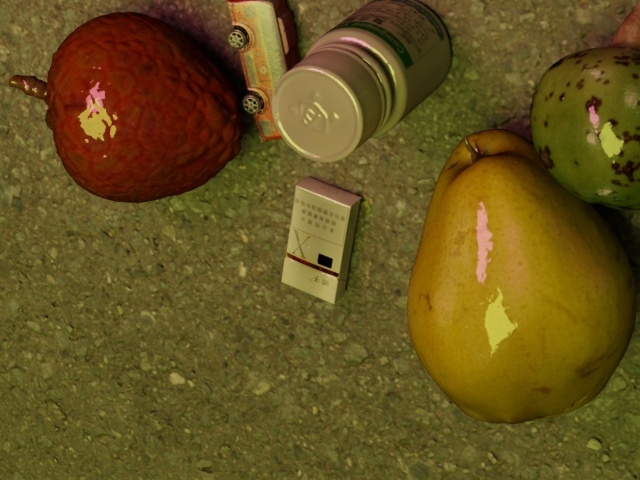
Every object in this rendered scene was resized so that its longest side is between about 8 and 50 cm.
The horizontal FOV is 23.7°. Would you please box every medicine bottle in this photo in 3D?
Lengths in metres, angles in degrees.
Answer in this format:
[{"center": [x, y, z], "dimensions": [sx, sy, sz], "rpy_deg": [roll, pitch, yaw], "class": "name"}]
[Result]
[{"center": [0.047, -0.187, 1.769], "dimensions": [0.139, 0.237, 0.139], "rpy_deg": [15, 123, 24], "class": "medicine bottle"}]

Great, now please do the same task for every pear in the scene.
[{"center": [0.218, 0.048, 1.781], "dimensions": [0.285, 0.285, 0.336], "rpy_deg": [-36, 81, 38], "class": "pear"}]

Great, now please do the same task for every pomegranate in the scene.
[{"center": [0.338, -0.156, 1.665], "dimensions": [0.214, 0.214, 0.248], "rpy_deg": [10, 83, 25], "class": "pomegranate"}]

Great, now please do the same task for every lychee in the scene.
[{"center": [-0.248, -0.164, 1.947], "dimensions": [0.300, 0.255, 0.255], "rpy_deg": [-4, 115, 5], "class": "lychee"}]

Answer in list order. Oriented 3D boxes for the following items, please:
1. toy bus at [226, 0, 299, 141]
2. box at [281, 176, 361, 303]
[{"center": [-0.064, -0.223, 1.924], "dimensions": [0.077, 0.065, 0.192], "rpy_deg": [-4, 114, 19], "class": "toy bus"}, {"center": [0.000, 0.000, 2.020], "dimensions": [0.084, 0.040, 0.154], "rpy_deg": [20, 123, 18], "class": "box"}]
